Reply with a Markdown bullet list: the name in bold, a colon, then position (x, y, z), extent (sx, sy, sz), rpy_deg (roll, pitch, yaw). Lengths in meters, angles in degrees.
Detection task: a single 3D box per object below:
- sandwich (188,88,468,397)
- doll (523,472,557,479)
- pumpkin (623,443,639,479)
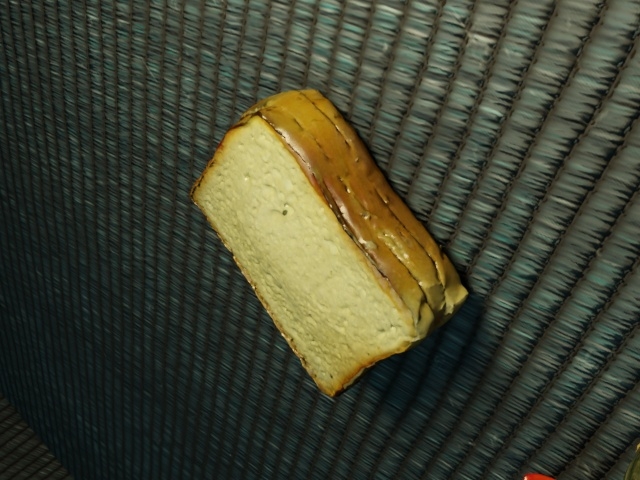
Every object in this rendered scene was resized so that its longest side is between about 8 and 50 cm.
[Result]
- **sandwich**: position (0.000, 0.000, 1.145), extent (0.301, 0.099, 0.271), rpy_deg (55, 147, 4)
- **doll**: position (0.201, 0.358, 1.158), extent (0.099, 0.188, 0.384), rpy_deg (25, 159, 17)
- **pumpkin**: position (0.352, 0.218, 0.689), extent (0.291, 0.257, 0.327), rpy_deg (57, 157, -16)
